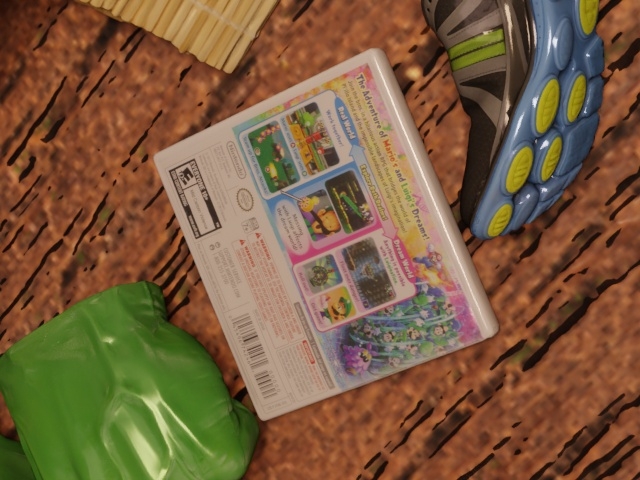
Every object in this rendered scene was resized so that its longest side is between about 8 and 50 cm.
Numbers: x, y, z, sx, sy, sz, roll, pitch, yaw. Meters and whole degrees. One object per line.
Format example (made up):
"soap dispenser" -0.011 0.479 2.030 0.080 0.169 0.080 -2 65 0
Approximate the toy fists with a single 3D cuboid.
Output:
"toy fists" -0.151 0.143 0.783 0.279 0.096 0.142 -32 75 26

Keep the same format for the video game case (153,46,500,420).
"video game case" 0.000 0.000 0.733 0.143 0.019 0.157 -23 88 25

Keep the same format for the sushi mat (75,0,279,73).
"sushi mat" -0.026 -0.233 0.657 0.151 0.019 0.316 24 114 -26

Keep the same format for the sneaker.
"sneaker" 0.088 -0.094 0.663 0.078 0.067 0.188 12 106 43
